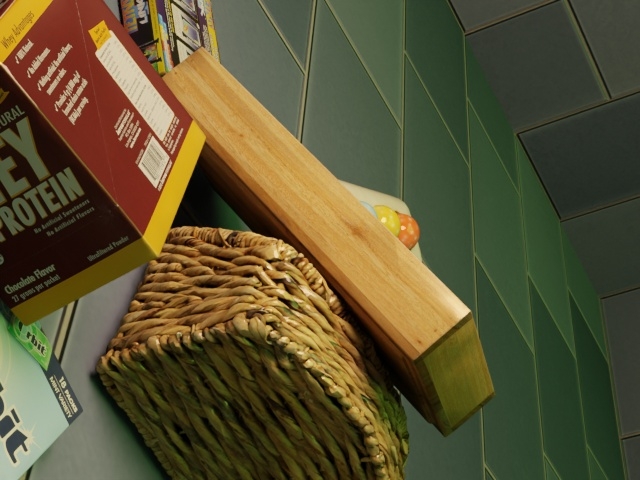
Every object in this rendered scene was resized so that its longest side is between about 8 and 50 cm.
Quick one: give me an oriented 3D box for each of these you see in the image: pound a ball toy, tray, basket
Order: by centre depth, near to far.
[{"bbox_3d":[-0.033,0.131,1.162,0.299,0.214,0.223,61,24,-25],"label":"basket"},{"bbox_3d":[0.000,0.000,1.214,0.411,0.076,0.203,45,-9,30],"label":"tray"},{"bbox_3d":[0.058,0.034,1.582,0.319,0.136,0.208,11,62,-66],"label":"pound a ball toy"}]

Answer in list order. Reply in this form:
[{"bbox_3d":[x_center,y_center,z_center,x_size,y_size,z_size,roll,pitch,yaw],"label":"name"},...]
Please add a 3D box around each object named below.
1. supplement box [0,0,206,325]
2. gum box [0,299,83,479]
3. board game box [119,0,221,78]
[{"bbox_3d":[-0.209,-0.081,0.924,0.194,0.129,0.191,53,24,-23],"label":"supplement box"},{"bbox_3d":[-0.256,0.100,0.872,0.157,0.041,0.184,66,22,-13],"label":"gum box"},{"bbox_3d":[-0.165,-0.227,1.363,0.141,0.048,0.170,35,41,-61],"label":"board game box"}]
